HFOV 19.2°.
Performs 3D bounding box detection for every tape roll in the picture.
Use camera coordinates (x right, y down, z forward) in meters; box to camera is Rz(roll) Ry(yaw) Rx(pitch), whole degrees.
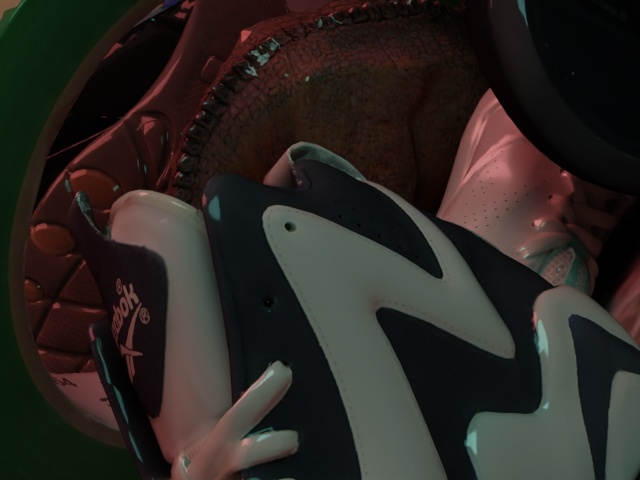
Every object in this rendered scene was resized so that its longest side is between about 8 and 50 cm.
[{"bbox_3d":[-0.065,-0.028,0.862,0.077,0.321,0.321,27,69,40],"label":"tape roll"}]

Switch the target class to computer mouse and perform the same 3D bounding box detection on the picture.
[{"bbox_3d":[0.130,-0.124,0.669,0.272,0.188,0.072,-63,13,-25],"label":"computer mouse"}]

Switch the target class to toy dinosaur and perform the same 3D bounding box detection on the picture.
[{"bbox_3d":[0.029,-0.058,0.748,0.296,0.127,0.200,-23,-33,-33],"label":"toy dinosaur"}]

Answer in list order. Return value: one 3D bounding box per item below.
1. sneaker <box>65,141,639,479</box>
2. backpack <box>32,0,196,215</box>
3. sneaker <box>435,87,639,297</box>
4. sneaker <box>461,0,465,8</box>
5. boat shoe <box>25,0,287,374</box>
[{"bbox_3d":[-0.023,0.063,0.452,0.235,0.153,0.094,-50,3,-34],"label":"sneaker"},{"bbox_3d":[-0.050,-0.092,1.419,0.355,0.290,0.273,-37,6,21],"label":"backpack"},{"bbox_3d":[0.075,0.005,0.671,0.212,0.080,0.094,-46,24,-14],"label":"sneaker"},{"bbox_3d":[0.117,-0.250,1.164,0.410,0.182,0.158,106,-177,-58],"label":"sneaker"},{"bbox_3d":[-0.047,-0.036,1.055,0.355,0.132,0.130,-55,-17,4],"label":"boat shoe"}]
